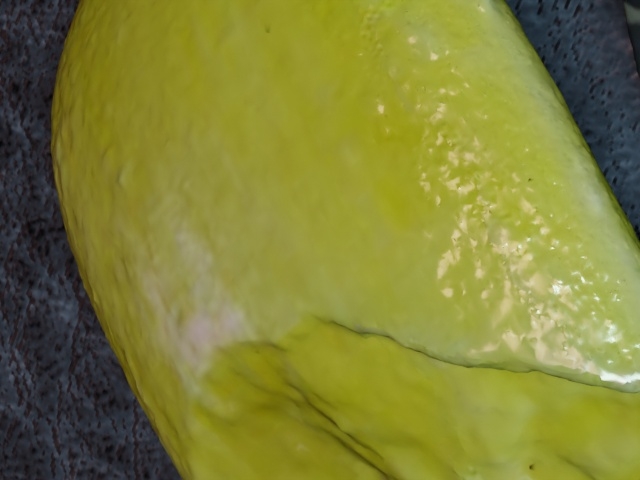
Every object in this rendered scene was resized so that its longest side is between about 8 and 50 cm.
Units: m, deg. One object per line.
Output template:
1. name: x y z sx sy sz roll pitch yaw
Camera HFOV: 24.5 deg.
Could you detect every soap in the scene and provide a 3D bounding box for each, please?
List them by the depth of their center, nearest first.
1. soap: -0.002 0.001 0.702 0.306 0.115 0.427 -51 60 40

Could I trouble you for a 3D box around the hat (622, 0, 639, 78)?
1. hat: 0.282 -0.033 0.504 0.382 0.257 0.366 -21 64 27
